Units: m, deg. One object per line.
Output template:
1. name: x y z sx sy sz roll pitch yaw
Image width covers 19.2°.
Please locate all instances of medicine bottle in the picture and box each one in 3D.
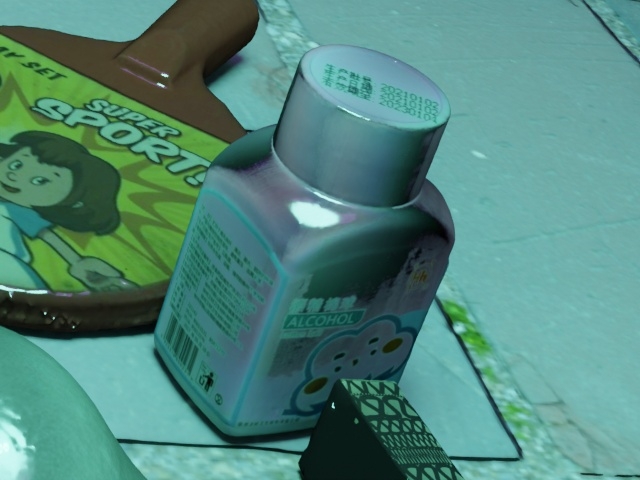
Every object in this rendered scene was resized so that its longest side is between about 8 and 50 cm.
1. medicine bottle: 0.000 0.000 0.966 0.119 0.188 0.094 -6 39 -37

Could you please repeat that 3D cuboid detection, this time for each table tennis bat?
1. table tennis bat: -0.139 -0.068 1.139 0.268 0.051 0.415 26 33 9

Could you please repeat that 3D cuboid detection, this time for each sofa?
1. sofa: 0.036 0.125 0.914 0.039 0.060 0.118 7 31 -34

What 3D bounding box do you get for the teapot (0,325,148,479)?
1. teapot: -0.084 0.132 0.736 0.250 0.183 0.183 13 29 -33
